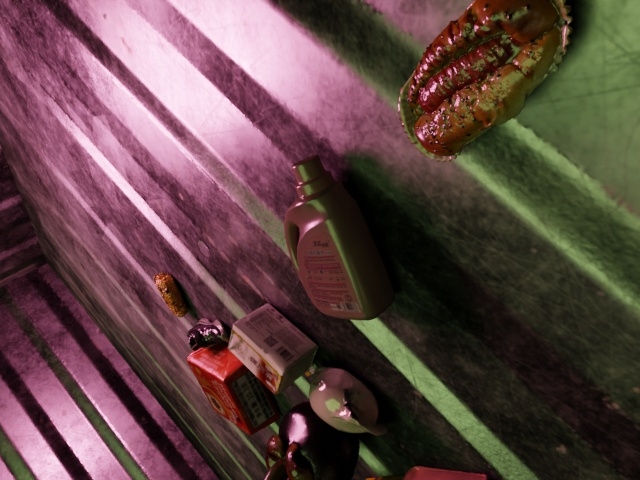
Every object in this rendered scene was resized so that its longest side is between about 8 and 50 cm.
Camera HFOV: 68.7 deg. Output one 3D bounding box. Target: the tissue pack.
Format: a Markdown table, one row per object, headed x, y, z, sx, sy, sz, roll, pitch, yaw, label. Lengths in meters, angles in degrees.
| x | y | z | sx | sy | sz | roll | pitch | yaw | label |
| --- | --- | --- | --- | --- | --- | --- | --- | --- | --- |
| -0.099 | 0.222 | 0.965 | 0.149 | 0.106 | 0.099 | 37 | 131 | 25 | tissue pack |

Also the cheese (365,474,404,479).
| x | y | z | sx | sy | sz | roll | pitch | yaw | label |
| --- | --- | --- | --- | --- | --- | --- | --- | --- | --- |
| 0.132 | 0.561 | 1.002 | 0.126 | 0.093 | 0.171 | 39 | 143 | 27 | cheese |

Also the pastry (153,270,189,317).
| x | y | z | sx | sy | sz | roll | pitch | yaw | label |
| --- | --- | --- | --- | --- | --- | --- | --- | --- | --- |
| -0.440 | 0.161 | 1.384 | 0.080 | 0.056 | 0.140 | 28 | 145 | 45 | pastry |

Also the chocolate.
| x | y | z | sx | sy | sz | roll | pitch | yaw | label |
| --- | --- | --- | --- | --- | --- | --- | --- | --- | --- |
| -0.251 | 0.408 | 1.323 | 0.235 | 0.108 | 0.237 | 9 | 125 | 45 | chocolate |

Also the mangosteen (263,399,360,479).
| x | y | z | sx | sy | sz | roll | pitch | yaw | label |
| --- | --- | --- | --- | --- | --- | --- | --- | --- | --- |
| -0.031 | 0.439 | 0.971 | 0.194 | 0.231 | 0.194 | 36 | 133 | 51 | mangosteen |

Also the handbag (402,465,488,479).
| x | y | z | sx | sy | sz | roll | pitch | yaw | label |
| --- | --- | --- | --- | --- | --- | --- | --- | --- | --- |
| 0.190 | 0.460 | 0.784 | 0.059 | 0.157 | 0.212 | 53 | 147 | 2 | handbag |

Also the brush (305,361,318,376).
| x | y | z | sx | sy | sz | roll | pitch | yaw | label |
| --- | --- | --- | --- | --- | --- | --- | --- | --- | --- |
| -0.069 | 0.292 | 1.079 | 0.082 | 0.010 | 0.218 | 51 | 144 | 6 | brush |

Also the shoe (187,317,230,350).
| x | y | z | sx | sy | sz | roll | pitch | yaw | label |
| --- | --- | --- | --- | --- | --- | --- | --- | --- | --- |
| -0.321 | 0.268 | 1.290 | 0.169 | 0.099 | 0.071 | -1 | 115 | 50 | shoe |

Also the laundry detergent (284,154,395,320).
| x | y | z | sx | sy | sz | roll | pitch | yaw | label |
| --- | --- | --- | --- | --- | --- | --- | --- | --- | --- |
| 0.000 | 0.000 | 0.685 | 0.171 | 0.076 | 0.237 | -5 | 115 | 53 | laundry detergent |

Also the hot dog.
| x | y | z | sx | sy | sz | roll | pitch | yaw | label |
| --- | --- | --- | --- | --- | --- | --- | --- | --- | --- |
| 0.136 | -0.144 | 0.414 | 0.099 | 0.053 | 0.192 | 49 | 148 | 1 | hot dog |

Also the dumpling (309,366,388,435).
| x | y | z | sx | sy | sz | roll | pitch | yaw | label |
| --- | --- | --- | --- | --- | --- | --- | --- | --- | --- |
| 0.049 | 0.319 | 0.903 | 0.177 | 0.092 | 0.150 | -2 | 132 | 42 | dumpling |
